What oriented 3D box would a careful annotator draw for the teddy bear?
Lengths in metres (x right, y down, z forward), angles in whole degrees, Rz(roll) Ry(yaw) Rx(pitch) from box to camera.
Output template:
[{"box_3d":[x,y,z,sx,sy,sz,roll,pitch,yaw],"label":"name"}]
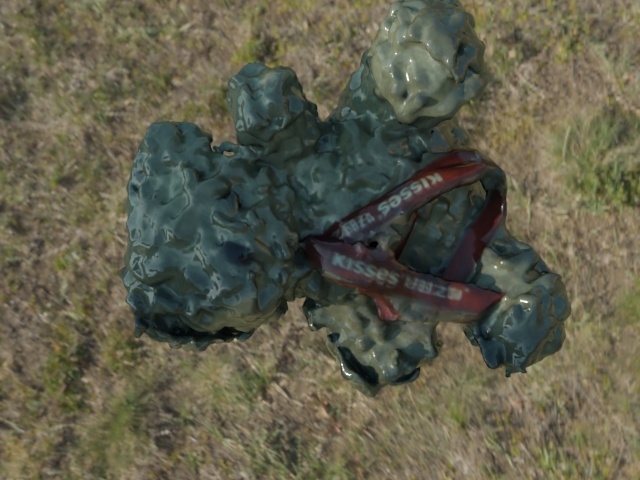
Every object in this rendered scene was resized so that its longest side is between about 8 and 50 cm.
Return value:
[{"box_3d":[0.000,0.000,0.835,0.367,0.357,0.224,-25,21,-12],"label":"teddy bear"}]
